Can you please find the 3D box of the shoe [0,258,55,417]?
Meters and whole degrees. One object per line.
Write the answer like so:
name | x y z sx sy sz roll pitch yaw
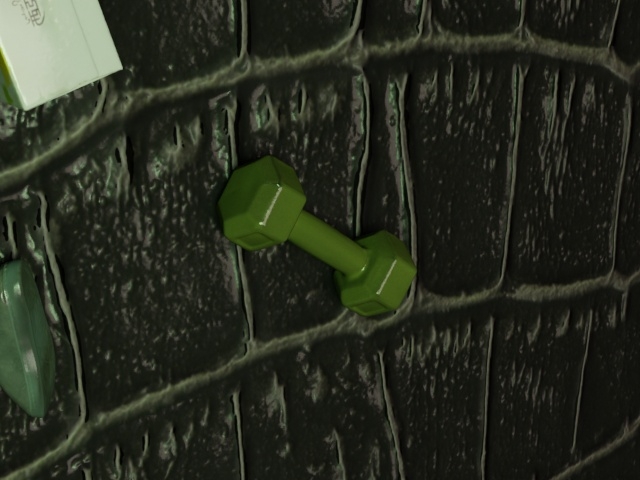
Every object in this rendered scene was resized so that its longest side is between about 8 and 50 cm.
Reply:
shoe | -0.355 0.113 1.217 0.078 0.079 0.195 -1 116 0

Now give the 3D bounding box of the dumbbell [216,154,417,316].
dumbbell | 0.000 0.000 1.414 0.302 0.121 0.108 31 55 -37

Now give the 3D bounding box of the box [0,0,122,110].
box | -0.314 -0.245 1.016 0.111 0.260 0.194 -31 118 -27
